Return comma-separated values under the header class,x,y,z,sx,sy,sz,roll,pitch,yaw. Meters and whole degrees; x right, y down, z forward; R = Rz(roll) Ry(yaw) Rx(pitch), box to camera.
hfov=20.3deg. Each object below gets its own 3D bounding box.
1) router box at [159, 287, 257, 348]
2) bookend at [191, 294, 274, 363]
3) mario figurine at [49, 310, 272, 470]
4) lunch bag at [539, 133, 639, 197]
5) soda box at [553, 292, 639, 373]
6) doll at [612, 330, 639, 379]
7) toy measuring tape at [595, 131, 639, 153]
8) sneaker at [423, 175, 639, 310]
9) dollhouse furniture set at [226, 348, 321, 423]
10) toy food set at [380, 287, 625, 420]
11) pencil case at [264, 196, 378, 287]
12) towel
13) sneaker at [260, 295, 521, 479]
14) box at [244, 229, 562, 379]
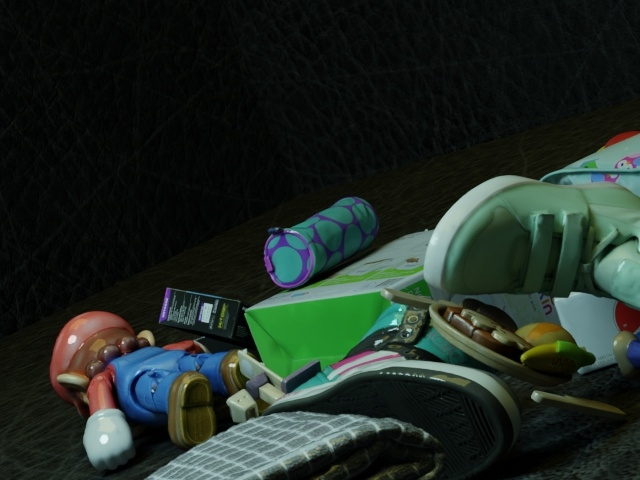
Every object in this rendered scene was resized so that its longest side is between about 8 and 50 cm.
class,x,y,z,sx,sy,sz,roll,pitch,yaw
router box,-0.067,0.098,1.958,0.179,0.046,0.133,19,-7,-41
bookend,-0.121,0.137,2.187,0.156,0.072,0.157,-20,6,6
mario figurine,-0.181,0.180,1.977,0.198,0.170,0.320,20,-8,-36
lunch bag,0.362,-0.043,1.833,0.223,0.160,0.262,-25,13,-31
soda box,0.318,0.046,1.572,0.216,0.074,0.069,-19,7,9
doll,0.320,0.079,1.394,0.129,0.046,0.189,-9,-3,-43
toy measuring tape,0.442,-0.089,2.163,0.330,0.121,0.121,-15,6,-1
sneaker,0.213,0.013,1.446,0.256,0.094,0.151,-10,30,-38
dollhouse furniture set,-0.054,0.156,1.590,0.091,0.114,0.081,-31,40,-31
toy food set,0.146,0.073,1.393,0.132,0.038,0.192,14,15,-49
pencil case,0.000,0.000,1.891,0.070,0.064,0.151,-2,13,32
towel,-0.070,0.205,1.208,0.283,0.121,0.235,-23,6,-21
sneaker,0.096,0.120,1.467,0.178,0.124,0.295,-36,13,-35
box,0.095,0.071,1.816,0.231,0.127,0.262,-24,7,-34
